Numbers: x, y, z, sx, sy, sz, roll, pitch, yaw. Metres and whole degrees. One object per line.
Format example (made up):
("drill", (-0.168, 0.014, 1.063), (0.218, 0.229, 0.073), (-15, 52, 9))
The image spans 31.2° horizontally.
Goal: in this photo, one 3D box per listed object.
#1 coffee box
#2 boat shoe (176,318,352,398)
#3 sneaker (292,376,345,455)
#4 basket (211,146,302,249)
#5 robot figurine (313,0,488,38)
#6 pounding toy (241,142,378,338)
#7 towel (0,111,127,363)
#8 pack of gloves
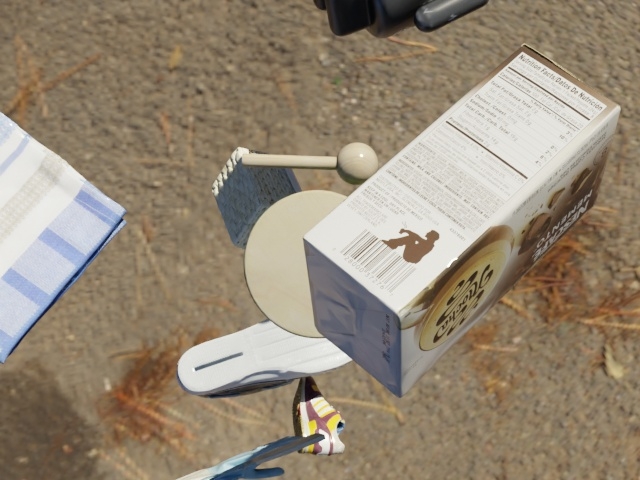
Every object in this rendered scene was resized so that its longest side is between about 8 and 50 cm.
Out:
("coffee box", (0.131, -0.020, 1.062), (0.119, 0.168, 0.297), (39, 67, 25))
("boat shoe", (-0.082, 0.195, 1.986), (0.335, 0.119, 0.121), (-12, 74, 0))
("sneaker", (-0.002, 0.308, 1.998), (0.084, 0.185, 0.069), (9, 124, -10))
("basket", (-0.103, -0.064, 1.919), (0.113, 0.103, 0.167), (-54, 39, 28))
("robot figurine", (0.124, -0.384, 1.562), (0.278, 0.173, 0.209), (-23, 96, -6))
("pounding toy", (0.000, 0.000, 1.445), (0.183, 0.110, 0.236), (-4, 93, 8))
("towel", (-0.364, -0.040, 1.153), (0.285, 0.034, 0.209), (39, 70, 0))
("pack of gloves", (-0.110, 0.311, 1.485), (0.232, 0.195, 0.046), (-20, 87, -13))
